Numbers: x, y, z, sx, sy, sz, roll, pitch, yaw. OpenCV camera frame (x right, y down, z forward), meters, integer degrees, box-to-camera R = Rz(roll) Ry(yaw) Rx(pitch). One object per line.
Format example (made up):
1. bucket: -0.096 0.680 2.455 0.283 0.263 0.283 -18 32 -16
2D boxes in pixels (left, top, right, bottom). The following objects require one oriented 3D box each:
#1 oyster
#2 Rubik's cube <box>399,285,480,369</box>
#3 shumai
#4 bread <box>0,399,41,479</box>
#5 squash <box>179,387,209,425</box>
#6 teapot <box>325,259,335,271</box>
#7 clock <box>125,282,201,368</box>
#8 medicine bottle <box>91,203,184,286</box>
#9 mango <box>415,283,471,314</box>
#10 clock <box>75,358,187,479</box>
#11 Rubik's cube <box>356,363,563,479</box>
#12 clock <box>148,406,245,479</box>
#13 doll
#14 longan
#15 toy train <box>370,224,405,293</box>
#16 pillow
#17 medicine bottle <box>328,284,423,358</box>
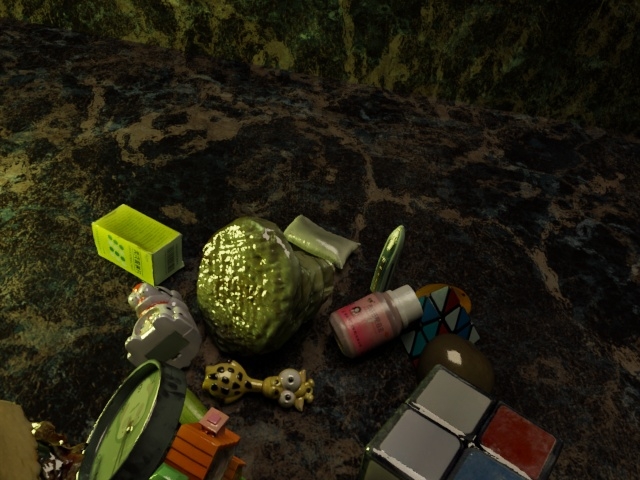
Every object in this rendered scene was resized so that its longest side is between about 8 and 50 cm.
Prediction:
1. oyster: -0.631 0.520 1.253 0.221 0.096 0.361 -4 43 14
2. Rubik's cube: 0.325 0.234 1.753 0.284 0.234 0.250 19 39 10
3. shumai: -0.125 0.119 1.720 0.324 0.398 0.323 41 29 29
4. bread: -0.686 0.481 1.047 0.390 0.279 0.371 -39 47 2
5. squash: -0.307 0.417 1.504 0.069 0.069 0.238 -25 50 -37
6. teapot: -0.003 0.100 1.997 0.083 0.057 0.067 -30 56 -33
7. clock: -0.426 0.209 1.677 0.188 0.189 0.254 -4 34 -18
8. medicine bottle: -0.552 0.014 1.908 0.250 0.137 0.141 25 40 20
9. mango: 0.381 0.187 1.950 0.177 0.090 0.115 14 44 19
10. clock: -0.399 0.401 1.315 0.066 0.319 0.319 36 30 -25
11. Rubik's cube: 0.269 0.515 1.311 0.316 0.319 0.313 30 40 23
12. clock: -0.248 0.482 1.278 0.106 0.255 0.220 24 40 16
13. doll: -0.159 0.368 1.590 0.290 0.086 0.117 9 77 -5
14. longan: 0.345 0.352 1.630 0.220 0.196 0.197 48 32 -21
15. toy train: 0.207 0.060 1.932 0.048 0.252 0.055 -12 40 -32
16. pillow: 0.001 0.000 2.105 0.253 0.078 0.144 26 40 21
17. medicine bottle: 0.155 0.220 1.750 0.247 0.147 0.147 -26 45 -7
